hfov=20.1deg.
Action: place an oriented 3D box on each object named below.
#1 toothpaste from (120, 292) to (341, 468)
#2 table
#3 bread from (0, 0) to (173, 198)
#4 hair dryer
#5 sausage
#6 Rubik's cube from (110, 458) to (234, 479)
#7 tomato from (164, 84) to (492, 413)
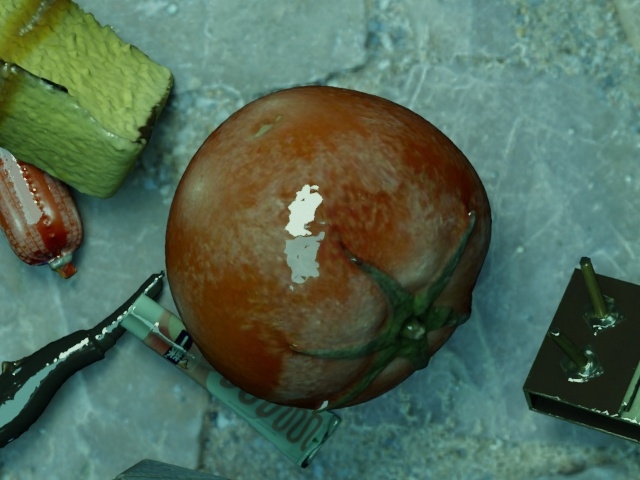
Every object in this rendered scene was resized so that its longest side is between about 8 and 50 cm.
[{"bbox_3d":[-0.080,0.118,1.556,0.205,0.036,0.056,36,100,-7],"label":"toothpaste"},{"bbox_3d":[0.289,0.094,1.418,0.240,0.111,0.122,16,65,23],"label":"table"},{"bbox_3d":[-0.257,-0.146,1.497,0.266,0.178,0.142,30,104,-8],"label":"bread"},{"bbox_3d":[-0.295,0.114,1.572,0.359,0.120,0.304,-38,90,-3],"label":"hair dryer"},{"bbox_3d":[-0.277,-0.092,1.569,0.074,0.074,0.274,-25,87,9],"label":"sausage"},{"bbox_3d":[-0.097,0.313,1.487,0.205,0.205,0.207,12,92,8],"label":"Rubik's cube"},{"bbox_3d":[0.000,0.000,1.439,0.264,0.265,0.265,0,92,9],"label":"tomato"}]
